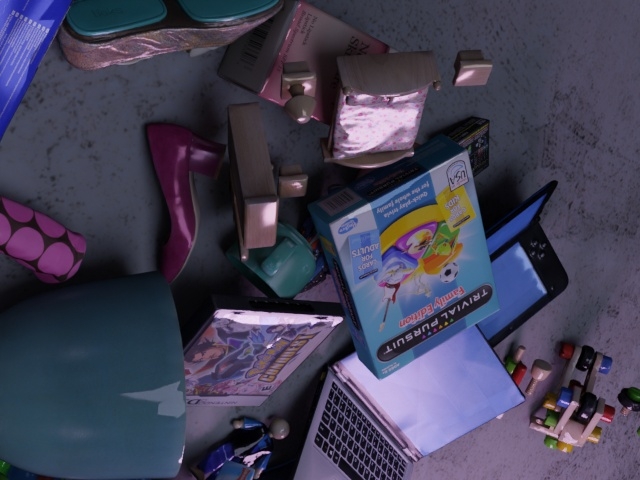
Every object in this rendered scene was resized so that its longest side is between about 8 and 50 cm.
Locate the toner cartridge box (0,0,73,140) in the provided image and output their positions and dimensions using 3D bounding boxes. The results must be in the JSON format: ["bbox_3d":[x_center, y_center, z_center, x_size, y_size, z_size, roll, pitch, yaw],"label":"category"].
[{"bbox_3d":[-0.395,-0.302,1.223,0.165,0.075,0.347,26,95,-43],"label":"toner cartridge box"}]

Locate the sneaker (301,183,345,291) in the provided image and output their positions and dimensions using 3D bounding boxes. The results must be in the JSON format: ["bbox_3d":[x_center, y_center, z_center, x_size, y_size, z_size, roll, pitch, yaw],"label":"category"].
[{"bbox_3d":[0.000,0.000,1.674,0.221,0.087,0.083,-53,165,10],"label":"sneaker"}]

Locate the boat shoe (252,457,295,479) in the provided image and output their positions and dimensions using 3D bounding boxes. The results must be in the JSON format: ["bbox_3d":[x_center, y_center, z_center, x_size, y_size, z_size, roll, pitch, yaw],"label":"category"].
[{"bbox_3d":[-0.094,0.466,1.819,0.258,0.089,0.109,-27,127,-20],"label":"boat shoe"}]

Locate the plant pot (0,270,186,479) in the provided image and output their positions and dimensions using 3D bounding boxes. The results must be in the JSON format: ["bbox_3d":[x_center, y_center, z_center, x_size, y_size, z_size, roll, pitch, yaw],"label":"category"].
[{"bbox_3d":[-0.331,0.193,1.388,0.235,0.293,0.293,-3,114,-21],"label":"plant pot"}]

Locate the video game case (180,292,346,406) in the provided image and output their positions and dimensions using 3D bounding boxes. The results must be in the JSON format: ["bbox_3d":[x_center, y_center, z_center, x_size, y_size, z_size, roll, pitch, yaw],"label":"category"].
[{"bbox_3d":[-0.131,0.182,1.602,0.248,0.035,0.275,7,138,-39],"label":"video game case"}]

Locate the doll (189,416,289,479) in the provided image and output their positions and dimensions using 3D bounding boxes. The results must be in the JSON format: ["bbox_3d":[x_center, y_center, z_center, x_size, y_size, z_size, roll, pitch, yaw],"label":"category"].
[{"bbox_3d":[-0.134,0.373,1.773,0.189,0.046,0.129,-34,119,-22],"label":"doll"}]

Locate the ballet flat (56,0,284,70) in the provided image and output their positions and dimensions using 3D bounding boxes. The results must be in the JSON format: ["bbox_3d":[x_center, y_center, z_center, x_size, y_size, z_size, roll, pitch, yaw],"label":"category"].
[{"bbox_3d":[-0.203,-0.293,1.364,0.316,0.107,0.106,-13,153,-24],"label":"ballet flat"}]

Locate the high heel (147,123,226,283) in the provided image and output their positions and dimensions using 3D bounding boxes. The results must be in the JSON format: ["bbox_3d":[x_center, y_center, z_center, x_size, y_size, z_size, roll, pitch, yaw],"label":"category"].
[{"bbox_3d":[-0.228,-0.052,1.490,0.117,0.082,0.244,17,118,-10],"label":"high heel"}]

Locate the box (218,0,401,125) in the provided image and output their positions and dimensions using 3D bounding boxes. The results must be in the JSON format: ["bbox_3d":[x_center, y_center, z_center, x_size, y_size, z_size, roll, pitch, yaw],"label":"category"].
[{"bbox_3d":[-0.008,-0.259,1.501,0.232,0.127,0.148,17,100,-40],"label":"box"}]

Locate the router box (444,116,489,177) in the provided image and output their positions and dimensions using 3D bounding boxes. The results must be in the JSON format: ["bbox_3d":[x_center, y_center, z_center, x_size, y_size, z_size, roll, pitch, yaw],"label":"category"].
[{"bbox_3d":[0.254,-0.154,1.785,0.122,0.038,0.092,-35,131,-44],"label":"router box"}]

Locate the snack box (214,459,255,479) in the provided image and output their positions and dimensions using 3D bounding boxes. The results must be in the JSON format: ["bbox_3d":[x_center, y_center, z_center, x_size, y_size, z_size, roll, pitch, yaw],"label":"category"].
[{"bbox_3d":[-0.195,0.546,1.681,0.187,0.060,0.322,-58,166,-64],"label":"snack box"}]

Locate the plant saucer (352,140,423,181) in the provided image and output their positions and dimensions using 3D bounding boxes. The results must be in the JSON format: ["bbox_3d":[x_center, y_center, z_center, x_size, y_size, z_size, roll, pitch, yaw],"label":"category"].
[{"bbox_3d":[0.120,-0.083,1.745,0.199,0.036,0.198,-17,121,-31],"label":"plant saucer"}]

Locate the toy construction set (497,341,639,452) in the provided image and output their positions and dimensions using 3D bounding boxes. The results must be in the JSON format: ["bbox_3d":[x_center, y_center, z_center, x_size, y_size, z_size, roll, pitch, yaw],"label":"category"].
[{"bbox_3d":[0.499,0.367,2.158,0.309,0.257,0.237,12,118,-19],"label":"toy construction set"}]

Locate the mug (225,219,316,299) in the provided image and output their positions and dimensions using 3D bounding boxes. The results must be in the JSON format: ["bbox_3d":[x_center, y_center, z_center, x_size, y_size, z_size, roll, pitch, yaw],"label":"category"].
[{"bbox_3d":[-0.063,0.030,1.582,0.097,0.158,0.129,-48,125,-12],"label":"mug"}]

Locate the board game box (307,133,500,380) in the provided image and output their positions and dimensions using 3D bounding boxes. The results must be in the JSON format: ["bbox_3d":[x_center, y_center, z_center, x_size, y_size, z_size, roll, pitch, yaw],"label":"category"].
[{"bbox_3d":[0.146,0.032,1.645,0.254,0.079,0.336,-29,126,-14],"label":"board game box"}]

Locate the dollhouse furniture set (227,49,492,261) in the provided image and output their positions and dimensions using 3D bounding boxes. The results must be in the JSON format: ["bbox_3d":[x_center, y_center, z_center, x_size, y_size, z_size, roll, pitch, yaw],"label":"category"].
[{"bbox_3d":[0.054,-0.099,1.439,0.356,0.173,0.303,-6,151,-9],"label":"dollhouse furniture set"}]

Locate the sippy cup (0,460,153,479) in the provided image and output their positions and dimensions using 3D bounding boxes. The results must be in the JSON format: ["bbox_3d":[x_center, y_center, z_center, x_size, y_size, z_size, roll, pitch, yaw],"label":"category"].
[{"bbox_3d":[-0.341,0.400,1.513,0.305,0.224,0.240,-16,120,-30],"label":"sippy cup"}]

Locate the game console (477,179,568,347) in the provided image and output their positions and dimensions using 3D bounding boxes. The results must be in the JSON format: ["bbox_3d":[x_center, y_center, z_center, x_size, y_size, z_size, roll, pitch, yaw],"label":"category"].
[{"bbox_3d":[0.352,0.065,1.891,0.293,0.173,0.250,-36,104,-17],"label":"game console"}]

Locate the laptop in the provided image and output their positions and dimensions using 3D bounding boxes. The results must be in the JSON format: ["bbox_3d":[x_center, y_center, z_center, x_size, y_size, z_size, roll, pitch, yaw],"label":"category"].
[{"bbox_3d":[0.173,0.375,1.867,0.382,0.236,0.408,52,45,-40],"label":"laptop"}]

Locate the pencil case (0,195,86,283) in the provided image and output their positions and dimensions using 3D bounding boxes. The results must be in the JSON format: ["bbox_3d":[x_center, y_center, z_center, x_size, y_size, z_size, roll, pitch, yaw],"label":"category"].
[{"bbox_3d":[-0.418,-0.012,1.342,0.209,0.098,0.095,34,45,-42],"label":"pencil case"}]
